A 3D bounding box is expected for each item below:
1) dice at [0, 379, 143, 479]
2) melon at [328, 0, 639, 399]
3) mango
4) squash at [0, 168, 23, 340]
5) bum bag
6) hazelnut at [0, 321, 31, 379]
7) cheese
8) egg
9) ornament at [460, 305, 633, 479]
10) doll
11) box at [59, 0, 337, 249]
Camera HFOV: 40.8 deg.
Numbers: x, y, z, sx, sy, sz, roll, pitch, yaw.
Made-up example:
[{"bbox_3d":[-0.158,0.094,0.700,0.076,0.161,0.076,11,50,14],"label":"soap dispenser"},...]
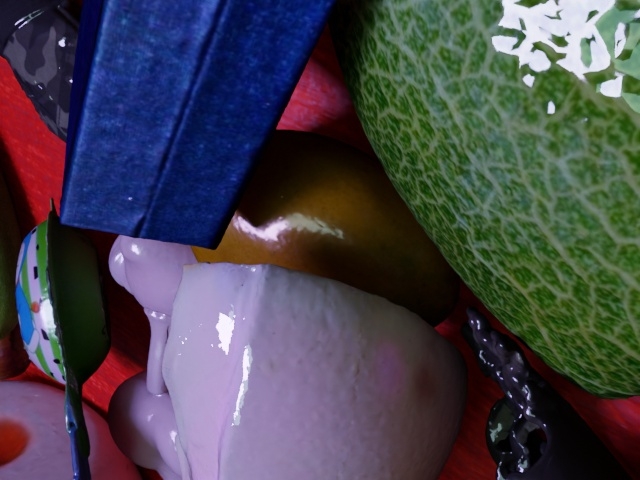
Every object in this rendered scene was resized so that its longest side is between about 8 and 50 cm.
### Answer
[{"bbox_3d":[-0.383,0.367,1.037,0.304,0.277,0.304,16,116,35],"label":"dice"},{"bbox_3d":[0.122,-0.121,0.431,0.343,0.226,0.331,41,157,10],"label":"melon"},{"bbox_3d":[-0.002,-0.005,0.635,0.221,0.120,0.151,12,127,31],"label":"mango"},{"bbox_3d":[-0.429,-0.070,1.010,0.107,0.107,0.395,-20,90,45],"label":"squash"},{"bbox_3d":[-0.301,-0.237,0.833,0.340,0.095,0.144,54,149,13],"label":"bum bag"},{"bbox_3d":[-0.405,0.135,1.095,0.086,0.086,0.086,18,119,37],"label":"hazelnut"},{"bbox_3d":[-0.257,0.106,0.875,0.204,0.083,0.320,101,158,-59],"label":"cheese"},{"bbox_3d":[-0.008,0.143,0.596,0.206,0.161,0.271,12,157,1],"label":"egg"},{"bbox_3d":[0.155,0.176,0.540,0.260,0.106,0.251,54,175,31],"label":"ornament"},{"bbox_3d":[-0.144,0.103,0.829,0.160,0.094,0.365,17,118,34],"label":"doll"},{"bbox_3d":[-0.073,-0.177,0.509,0.279,0.116,0.261,127,150,-53],"label":"box"}]
